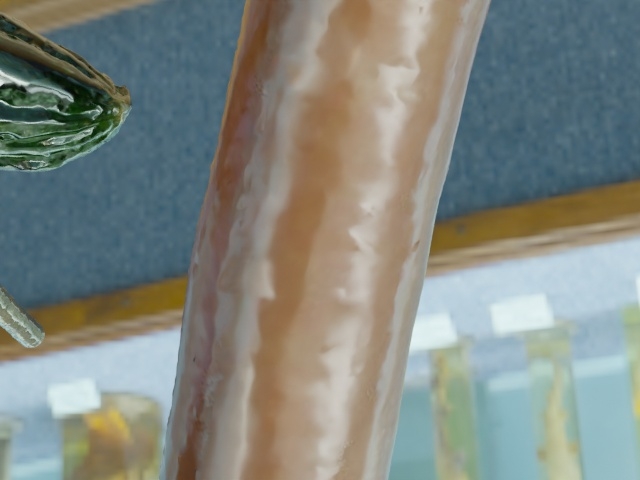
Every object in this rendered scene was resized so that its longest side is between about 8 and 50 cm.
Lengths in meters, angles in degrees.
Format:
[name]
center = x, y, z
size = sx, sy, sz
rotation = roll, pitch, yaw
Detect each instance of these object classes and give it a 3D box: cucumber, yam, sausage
[cucumber]
center = -0.205, -0.082, 0.664
size = 0.265, 0.077, 0.077
rotation = 22, 149, -9
[yam]
center = -0.289, 0.056, 1.536
size = 0.032, 0.032, 0.145
rotation = -9, 149, 14
[sausage]
center = 0.000, 0.000, 0.626
size = 0.094, 0.419, 0.094
rotation = 16, -164, 16
